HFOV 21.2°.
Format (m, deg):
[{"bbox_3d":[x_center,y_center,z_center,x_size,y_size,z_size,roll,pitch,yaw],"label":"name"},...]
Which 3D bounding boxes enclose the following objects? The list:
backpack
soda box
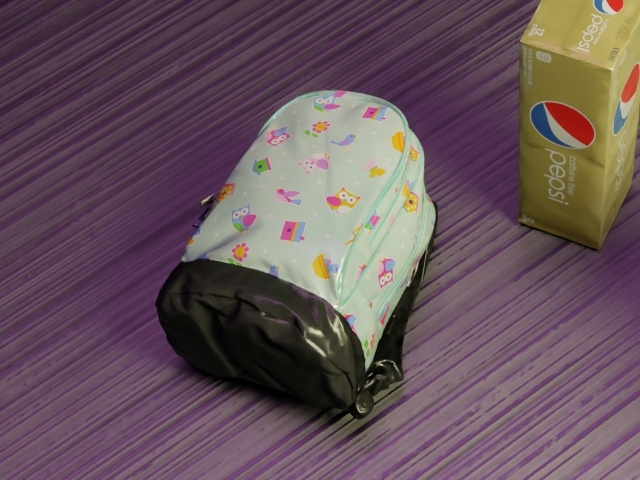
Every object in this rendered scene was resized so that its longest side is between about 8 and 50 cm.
[{"bbox_3d":[0.000,0.000,1.036,0.152,0.115,0.182,19,57,22],"label":"backpack"},{"bbox_3d":[0.155,-0.074,1.025,0.058,0.181,0.061,19,60,19],"label":"soda box"}]
